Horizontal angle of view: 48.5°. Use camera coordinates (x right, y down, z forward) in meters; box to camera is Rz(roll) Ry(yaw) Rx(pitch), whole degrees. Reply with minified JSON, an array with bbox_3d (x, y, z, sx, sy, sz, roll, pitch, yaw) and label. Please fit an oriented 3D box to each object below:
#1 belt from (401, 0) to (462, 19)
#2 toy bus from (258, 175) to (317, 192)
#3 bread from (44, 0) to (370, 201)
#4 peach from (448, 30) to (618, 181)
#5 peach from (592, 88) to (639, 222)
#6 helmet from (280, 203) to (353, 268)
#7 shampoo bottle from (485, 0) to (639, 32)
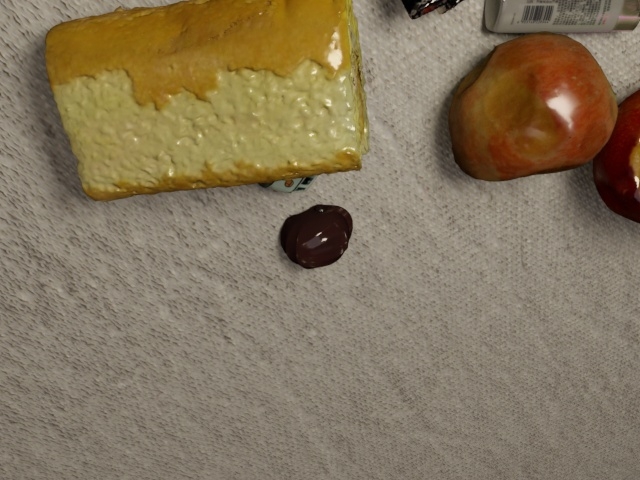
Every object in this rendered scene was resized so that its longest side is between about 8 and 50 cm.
[{"bbox_3d":[0.259,-0.398,0.910,0.360,0.126,0.094,-26,85,-6],"label":"belt"},{"bbox_3d":[-0.018,-0.153,1.021,0.089,0.087,0.194,22,111,-35],"label":"toy bus"},{"bbox_3d":[-0.135,-0.186,0.884,0.376,0.165,0.236,-7,110,10],"label":"bread"},{"bbox_3d":[0.295,-0.179,1.023,0.236,0.214,0.214,-28,124,25],"label":"peach"},{"bbox_3d":[0.541,-0.122,1.091,0.275,0.248,0.245,-9,162,-16],"label":"peach"},{"bbox_3d":[0.000,0.000,1.122,0.123,0.070,0.098,-17,122,-3],"label":"helmet"},{"bbox_3d":[0.352,-0.343,1.019,0.228,0.056,0.086,-5,118,-12],"label":"shampoo bottle"}]
